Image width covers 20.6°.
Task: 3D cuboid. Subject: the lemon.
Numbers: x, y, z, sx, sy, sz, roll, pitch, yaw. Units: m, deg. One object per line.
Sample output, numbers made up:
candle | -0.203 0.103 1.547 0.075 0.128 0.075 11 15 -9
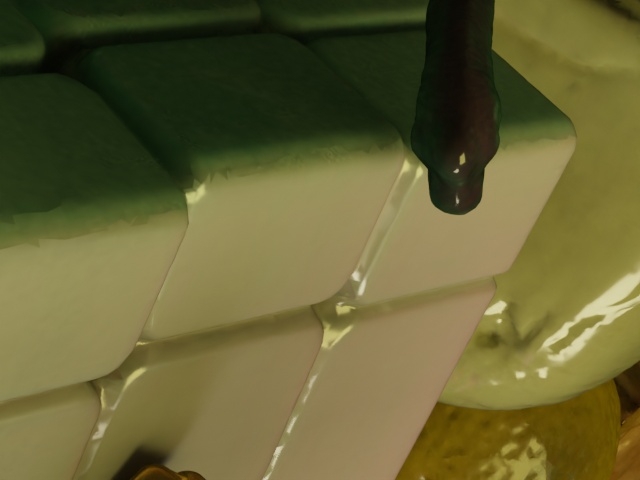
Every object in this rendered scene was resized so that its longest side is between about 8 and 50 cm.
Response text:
lemon | 0.098 0.124 1.257 0.228 0.253 0.228 -33 139 -35

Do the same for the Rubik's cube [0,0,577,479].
Rubik's cube | -0.148 -0.002 0.745 0.316 0.322 0.319 -13 139 -43

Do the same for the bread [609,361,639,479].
bread | 0.274 0.154 1.611 0.274 0.149 0.274 -24 143 -20

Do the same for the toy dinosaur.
toy dinosaur | 0.055 -0.241 0.651 0.331 0.129 0.383 -71 157 -65

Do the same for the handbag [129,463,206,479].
handbag | -0.063 0.126 0.627 0.083 0.061 0.027 -48 151 6

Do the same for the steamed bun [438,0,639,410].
steamed bun | 0.083 -0.082 0.957 0.312 0.334 0.233 -49 176 37
